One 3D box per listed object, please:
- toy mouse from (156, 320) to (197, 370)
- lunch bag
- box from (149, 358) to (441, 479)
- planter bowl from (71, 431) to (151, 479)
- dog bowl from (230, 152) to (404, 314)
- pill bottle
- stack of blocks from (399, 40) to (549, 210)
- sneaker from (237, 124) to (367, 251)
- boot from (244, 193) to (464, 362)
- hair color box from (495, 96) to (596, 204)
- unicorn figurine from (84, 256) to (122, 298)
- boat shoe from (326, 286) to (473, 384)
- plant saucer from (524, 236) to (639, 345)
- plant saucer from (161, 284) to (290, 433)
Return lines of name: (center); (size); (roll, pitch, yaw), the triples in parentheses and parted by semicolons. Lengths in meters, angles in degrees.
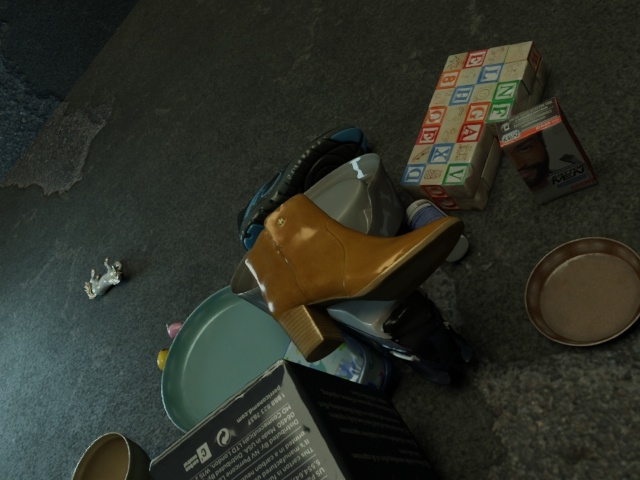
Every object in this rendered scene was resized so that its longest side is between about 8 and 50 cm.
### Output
toy mouse: (-0.300, 0.216, 1.401); (0.143, 0.031, 0.161); (-39, 42, 12)
lunch bag: (0.005, 0.249, 1.038); (0.176, 0.090, 0.218); (22, 88, 47)
box: (0.041, 0.367, 0.718); (0.212, 0.293, 0.395); (-41, 57, 10)
planter bowl: (-0.375, 0.458, 1.226); (0.162, 0.109, 0.162); (-23, 46, 27)
dog bowl: (0.000, 0.000, 1.155); (0.349, 0.102, 0.348); (-40, 15, 13)
pill bottle: (0.197, -0.015, 1.108); (0.067, 0.067, 0.120); (-45, 41, 5)
stack of blocks: (0.277, -0.201, 1.160); (0.171, 0.087, 0.297); (4, 63, 43)
sneaker: (-0.052, -0.124, 1.369); (0.341, 0.125, 0.139); (-42, 30, 2)
boot: (0.028, 0.004, 0.894); (0.295, 0.104, 0.211); (-41, 60, 16)
hair color box: (0.344, -0.130, 0.987); (0.093, 0.167, 0.053); (-23, 47, 28)
unicorn figurine: (-0.558, 0.095, 1.710); (0.162, 0.060, 0.111); (-53, 39, 22)
boat shoe: (0.108, 0.127, 1.045); (0.127, 0.158, 0.340); (-45, 16, -4)
plant saucer: (0.373, 0.074, 0.914); (0.169, 0.029, 0.168); (-22, 48, 27)
plant saucer: (-0.173, 0.228, 1.261); (0.318, 0.044, 0.317); (-20, 49, 26)
